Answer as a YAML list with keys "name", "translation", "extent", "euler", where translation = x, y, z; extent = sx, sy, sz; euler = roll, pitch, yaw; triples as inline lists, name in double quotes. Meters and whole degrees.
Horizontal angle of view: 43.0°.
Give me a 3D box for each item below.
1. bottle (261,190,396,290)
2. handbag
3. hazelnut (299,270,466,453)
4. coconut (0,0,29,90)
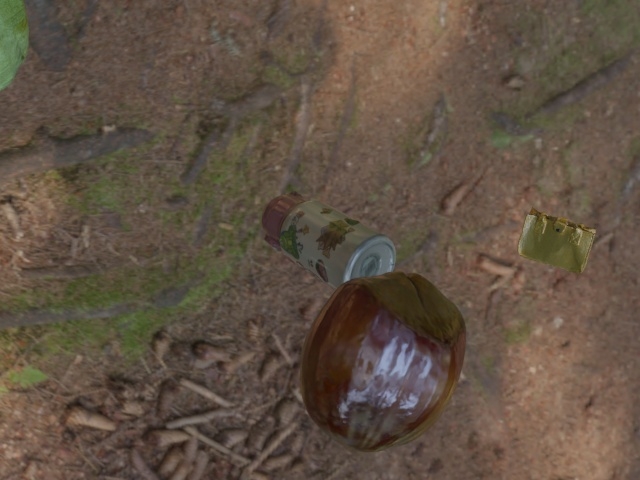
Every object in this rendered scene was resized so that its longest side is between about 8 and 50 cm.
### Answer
- name: "bottle"
  translation: [0.000, 0.000, 1.361]
  extent: [0.120, 0.253, 0.120]
  euler: [-22, 126, -35]
- name: "handbag"
  translation: [0.284, 0.000, 0.979]
  extent: [0.027, 0.083, 0.061]
  euler: [-40, 142, -54]
- name: "hazelnut"
  translation: [0.071, 0.143, 0.966]
  extent: [0.212, 0.181, 0.181]
  euler: [18, 37, -33]
- name: "coconut"
  translation: [-0.200, -0.109, 0.413]
  extent: [0.096, 0.088, 0.088]
  euler: [-17, 104, -22]
